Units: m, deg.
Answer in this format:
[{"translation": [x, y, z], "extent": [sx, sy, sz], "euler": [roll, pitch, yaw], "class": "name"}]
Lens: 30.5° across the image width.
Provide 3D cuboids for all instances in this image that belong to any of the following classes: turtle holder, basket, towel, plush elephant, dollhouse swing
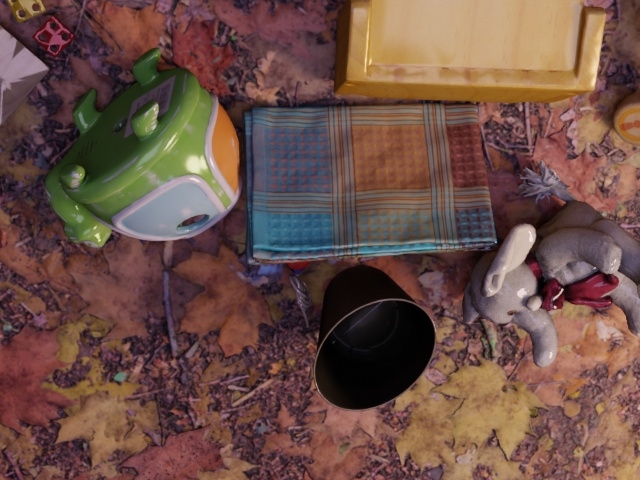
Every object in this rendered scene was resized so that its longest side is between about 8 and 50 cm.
[{"translation": [-0.262, -0.096, 1.738], "extent": [0.320, 0.243, 0.227], "euler": [-45, 122, 1], "class": "turtle holder"}, {"translation": [0.072, 0.136, 1.836], "extent": [0.204, 0.227, 0.154], "euler": [-43, 105, 9], "class": "basket"}, {"translation": [0.068, -0.095, 1.769], "extent": [0.370, 0.271, 0.040], "euler": [-3, 151, -2], "class": "towel"}, {"translation": [0.351, 0.067, 1.818], "extent": [0.255, 0.272, 0.330], "euler": [-41, 77, -4], "class": "plush elephant"}, {"translation": [0.204, -0.363, 1.677], "extent": [0.347, 0.315, 0.305], "euler": [1, 92, -4], "class": "dollhouse swing"}]

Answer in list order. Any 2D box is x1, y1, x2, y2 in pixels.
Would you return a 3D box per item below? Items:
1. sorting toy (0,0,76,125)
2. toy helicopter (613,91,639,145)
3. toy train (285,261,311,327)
[{"translation": [-0.491, -0.265, 1.767], "extent": [0.132, 0.046, 0.274], "euler": [41, 102, -14], "class": "sorting toy"}, {"translation": [0.578, -0.254, 1.744], "extent": [0.235, 0.140, 0.355], "euler": [35, 136, -5], "class": "toy helicopter"}, {"translation": [0.000, 0.000, 1.862], "extent": [0.143, 0.105, 0.248], "euler": [-23, 108, -10], "class": "toy train"}]
